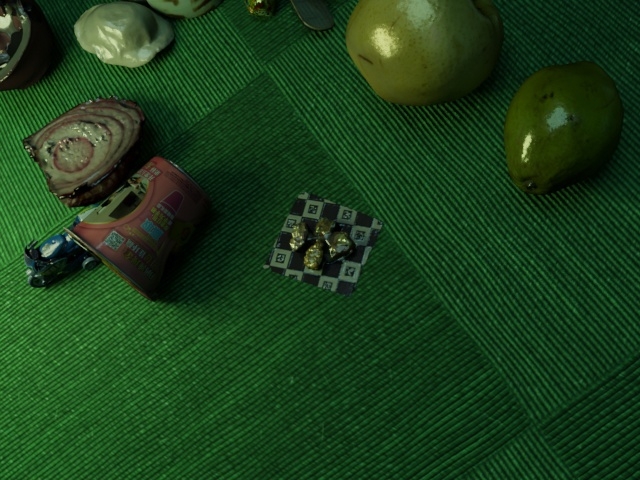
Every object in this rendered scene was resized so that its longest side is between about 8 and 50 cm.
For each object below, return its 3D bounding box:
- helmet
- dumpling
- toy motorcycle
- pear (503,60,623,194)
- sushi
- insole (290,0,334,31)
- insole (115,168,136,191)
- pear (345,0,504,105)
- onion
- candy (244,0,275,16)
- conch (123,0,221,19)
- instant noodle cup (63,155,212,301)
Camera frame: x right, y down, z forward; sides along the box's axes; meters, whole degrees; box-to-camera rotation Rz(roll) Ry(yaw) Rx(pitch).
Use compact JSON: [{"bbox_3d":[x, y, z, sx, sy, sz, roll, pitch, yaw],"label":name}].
[{"bbox_3d":[-0.807,-0.509,1.862,0.271,0.197,0.338,-41,70,10],"label":"helmet"},{"bbox_3d":[-0.494,-0.513,1.801,0.250,0.132,0.163,6,67,-2],"label":"dumpling"},{"bbox_3d":[-0.573,0.015,1.620,0.254,0.135,0.092,-38,63,2],"label":"toy motorcycle"},{"bbox_3d":[0.445,-0.207,1.334,0.212,0.212,0.269,29,76,25],"label":"pear"},{"bbox_3d":[0.000,0.000,1.492,0.210,0.040,0.193,20,77,23],"label":"sushi"},{"bbox_3d":[-0.067,-0.627,1.736,0.118,0.009,0.349,-16,64,-25],"label":"insole"},{"bbox_3d":[-0.443,-0.098,1.693,0.065,0.006,0.194,-28,65,6],"label":"insole"},{"bbox_3d":[0.204,-0.411,1.445,0.309,0.309,0.310,-6,68,16],"label":"pear"},{"bbox_3d":[-0.517,-0.196,1.687,0.280,0.146,0.314,-31,47,-11],"label":"onion"},{"bbox_3d":[-0.137,-0.662,1.780,0.077,0.073,0.262,-8,61,27],"label":"candy"},{"bbox_3d":[-0.418,-0.677,1.805,0.367,0.197,0.250,-9,88,21],"label":"conch"},{"bbox_3d":[-0.371,-0.039,1.539,0.243,0.244,0.255,33,75,26],"label":"instant noodle cup"}]
